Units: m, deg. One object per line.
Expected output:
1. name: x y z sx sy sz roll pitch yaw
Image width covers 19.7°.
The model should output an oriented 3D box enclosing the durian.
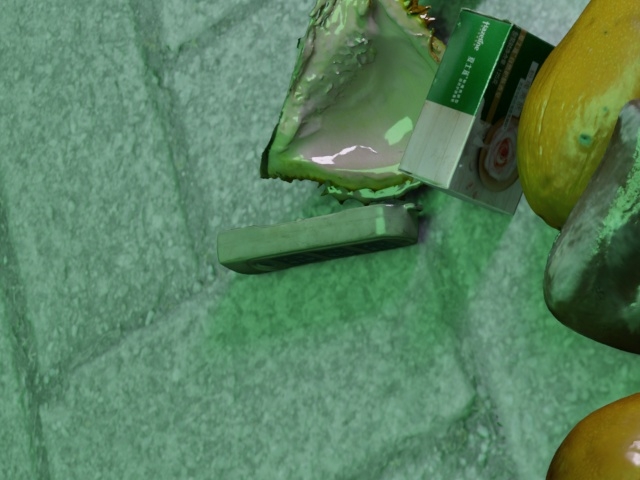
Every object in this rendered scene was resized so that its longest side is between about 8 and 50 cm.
1. durian: 0.075 -0.156 2.117 0.196 0.185 0.305 33 108 22

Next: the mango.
1. mango: 0.321 -0.169 1.916 0.187 0.144 0.359 29 94 35

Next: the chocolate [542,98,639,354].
1. chocolate: 0.330 -0.004 1.828 0.080 0.157 0.254 -100 33 -73

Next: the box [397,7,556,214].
1. box: 0.183 -0.140 2.024 0.081 0.135 0.199 26 95 40

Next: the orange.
1. orange: 0.322 0.268 1.713 0.261 0.261 0.261 -12 70 36

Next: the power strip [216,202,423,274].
1. power strip: 0.000 -0.003 2.174 0.286 0.080 0.048 -11 76 35
